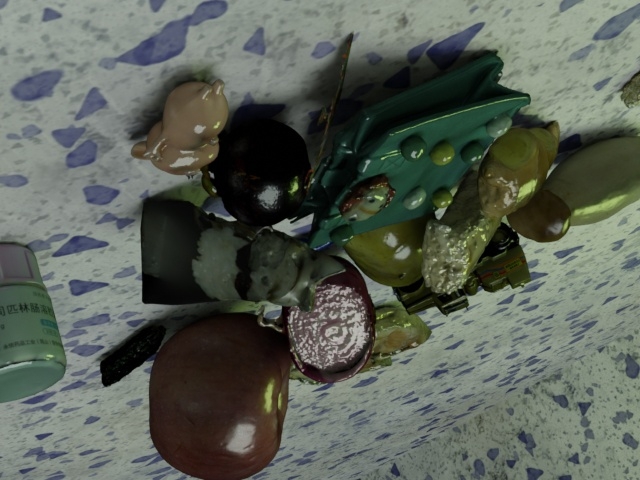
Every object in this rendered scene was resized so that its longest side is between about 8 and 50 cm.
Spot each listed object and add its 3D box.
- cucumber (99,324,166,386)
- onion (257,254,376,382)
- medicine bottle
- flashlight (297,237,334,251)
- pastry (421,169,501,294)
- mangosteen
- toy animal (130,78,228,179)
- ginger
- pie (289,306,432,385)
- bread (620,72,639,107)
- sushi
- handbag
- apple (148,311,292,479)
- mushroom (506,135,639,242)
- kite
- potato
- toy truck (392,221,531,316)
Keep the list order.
[{"bbox_3d":[-0.324,0.197,1.639,0.181,0.053,0.053,-36,154,30],"label":"cucumber"},{"bbox_3d":[0.011,0.124,1.582,0.201,0.207,0.200,-36,-169,8],"label":"onion"},{"bbox_3d":[-0.402,0.104,1.189,0.135,0.168,0.135,-19,157,-8],"label":"medicine bottle"},{"bbox_3d":[0.000,0.000,1.504,0.121,0.057,0.035,-27,-166,-5],"label":"flashlight"},{"bbox_3d":[0.218,-0.016,1.442,0.258,0.089,0.121,-43,155,-56],"label":"pastry"},{"bbox_3d":[-0.086,-0.083,1.131,0.151,0.137,0.137,10,162,12],"label":"mangosteen"},{"bbox_3d":[-0.144,-0.123,1.037,0.083,0.089,0.150,17,144,-25],"label":"toy animal"},{"bbox_3d":[0.302,-0.109,1.386,0.294,0.086,0.131,-23,127,-62],"label":"ginger"},{"bbox_3d":[0.072,0.237,2.073,0.338,0.075,0.337,-14,156,-6],"label":"pie"},{"bbox_3d":[0.499,-0.235,1.417,0.070,0.035,0.083,-11,153,-28],"label":"bread"},{"bbox_3d":[-0.093,0.023,1.229,0.273,0.134,0.109,3,177,11],"label":"sushi"},{"bbox_3d":[0.117,-0.099,1.217,0.274,0.100,0.268,-24,163,-37],"label":"handbag"},{"bbox_3d":[-0.175,0.266,1.643,0.235,0.305,0.305,9,157,5],"label":"apple"},{"bbox_3d":[0.437,-0.088,1.539,0.350,0.128,0.128,-25,164,-37],"label":"mushroom"},{"bbox_3d":[0.006,-0.137,1.052,0.006,0.198,0.244,17,-167,2],"label":"kite"},{"bbox_3d":[0.129,0.007,1.500,0.160,0.111,0.271,-33,155,-2],"label":"potato"},{"bbox_3d":[0.267,0.072,1.799,0.257,0.127,0.127,-20,160,6],"label":"toy truck"}]
